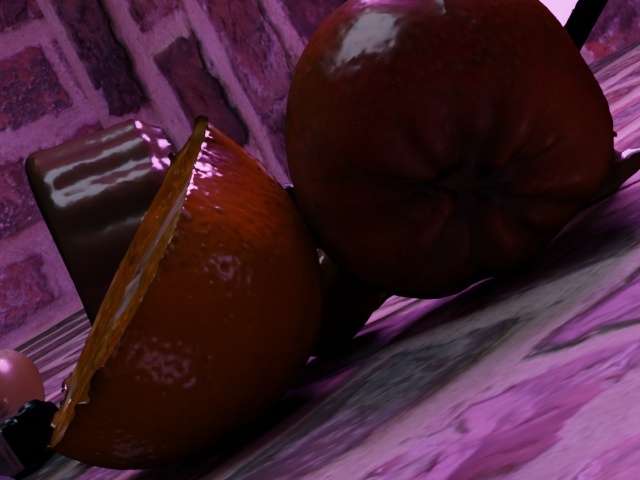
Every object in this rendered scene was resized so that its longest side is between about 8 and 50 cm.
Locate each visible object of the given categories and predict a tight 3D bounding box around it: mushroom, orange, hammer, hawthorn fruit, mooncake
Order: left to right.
[{"bbox_3d":[-0.474,0.252,2.304,0.202,0.113,0.305,-29,12,31],"label":"hammer"},{"bbox_3d":[-0.188,0.017,1.988,0.161,0.290,0.290,-24,4,-6],"label":"mooncake"},{"bbox_3d":[-0.121,0.045,1.516,0.274,0.274,0.310,-28,43,-11],"label":"orange"},{"bbox_3d":[0.002,0.049,1.661,0.127,0.087,0.127,-48,-18,-21],"label":"mushroom"},{"bbox_3d":[0.094,-0.107,1.593,0.277,0.277,0.298,-28,36,-1],"label":"hawthorn fruit"}]

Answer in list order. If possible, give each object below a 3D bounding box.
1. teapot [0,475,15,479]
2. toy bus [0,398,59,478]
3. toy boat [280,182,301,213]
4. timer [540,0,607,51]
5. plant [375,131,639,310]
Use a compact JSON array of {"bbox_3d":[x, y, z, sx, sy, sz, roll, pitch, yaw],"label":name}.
[{"bbox_3d":[-0.268,0.232,1.577,0.049,0.064,0.083,-59,2,10],"label":"teapot"},{"bbox_3d":[-0.322,0.214,1.994,0.072,0.057,0.172,-33,3,9],"label":"toy bus"},{"bbox_3d":[0.000,0.000,1.967,0.262,0.114,0.115,11,0,26],"label":"toy boat"},{"bbox_3d":[0.167,-0.194,1.743,0.187,0.055,0.144,-5,37,34],"label":"timer"},{"bbox_3d":[0.153,-0.015,1.772,0.251,0.180,0.333,-7,53,59],"label":"plant"}]
